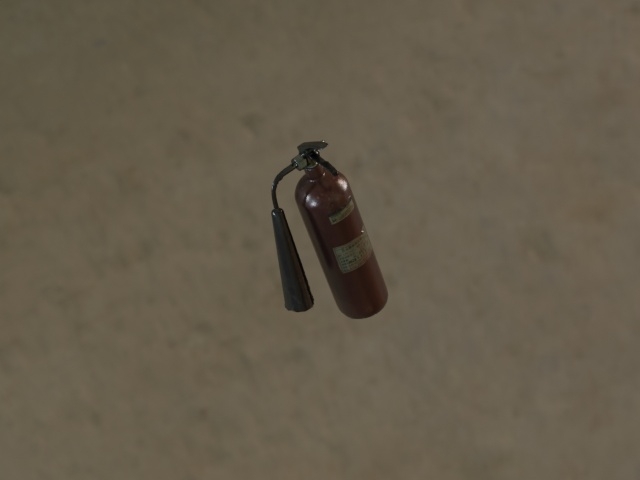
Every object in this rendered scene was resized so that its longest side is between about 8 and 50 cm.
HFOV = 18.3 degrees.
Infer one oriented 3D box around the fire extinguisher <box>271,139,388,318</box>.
[{"bbox_3d":[-0.004,-0.002,0.857,0.046,0.100,0.032,-22,38,0],"label":"fire extinguisher"}]
